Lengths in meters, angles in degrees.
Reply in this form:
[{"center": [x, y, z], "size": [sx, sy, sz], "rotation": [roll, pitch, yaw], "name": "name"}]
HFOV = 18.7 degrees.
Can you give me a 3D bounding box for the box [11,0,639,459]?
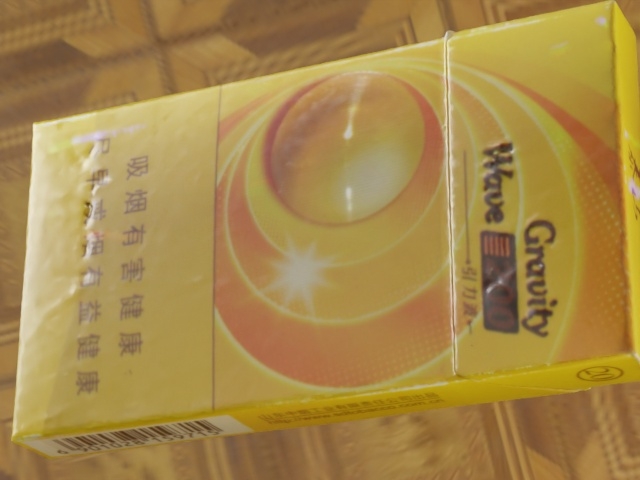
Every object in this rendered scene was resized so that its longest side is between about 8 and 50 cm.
[{"center": [0.000, 0.000, 0.798], "size": [0.269, 0.043, 0.152], "rotation": [-9, 67, 22], "name": "box"}]
